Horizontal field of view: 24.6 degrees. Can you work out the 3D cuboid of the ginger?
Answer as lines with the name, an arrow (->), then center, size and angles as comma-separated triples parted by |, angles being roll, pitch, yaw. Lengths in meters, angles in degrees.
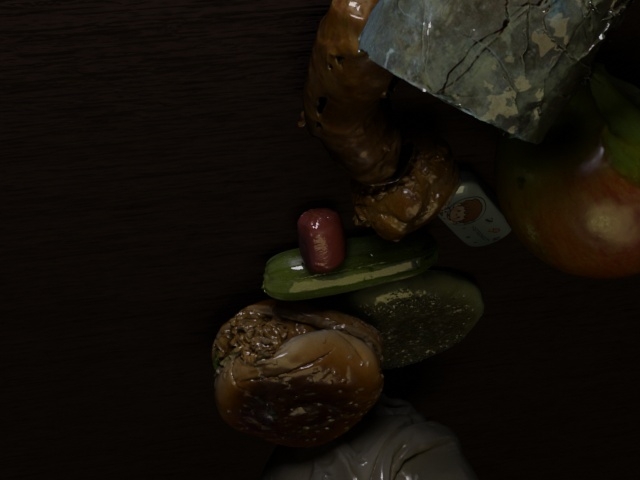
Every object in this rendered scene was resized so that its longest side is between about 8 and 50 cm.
ginger -> 0.046, -0.171, 1.529 | 0.133, 0.107, 0.309 | 2, 145, -2

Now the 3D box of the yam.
yam -> 0.188, -0.234, 1.347 | 0.202, 0.201, 0.271 | 12, 110, -46

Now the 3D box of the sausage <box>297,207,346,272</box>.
sausage -> 0.000, 0.000, 1.838 | 0.054, 0.059, 0.094 | -34, 138, -25

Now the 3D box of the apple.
apple -> 0.316, -0.085, 1.664 | 0.246, 0.246, 0.226 | -27, 132, 21

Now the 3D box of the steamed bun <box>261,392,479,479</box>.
steamed bun -> 0.079, 0.333, 2.271 | 0.310, 0.219, 0.324 | 9, 167, -32

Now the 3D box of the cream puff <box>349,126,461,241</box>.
cream puff -> 0.093, -0.071, 1.711 | 0.103, 0.126, 0.144 | 40, 136, -20

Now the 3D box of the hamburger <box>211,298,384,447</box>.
hamburger -> -0.031, 0.181, 2.034 | 0.243, 0.146, 0.286 | -12, 142, 8

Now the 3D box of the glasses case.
glasses case -> 0.192, -0.039, 1.882 | 0.067, 0.045, 0.178 | -25, 149, 16

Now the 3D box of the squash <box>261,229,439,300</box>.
squash -> 0.038, 0.032, 1.913 | 0.239, 0.069, 0.069 | -11, 151, -7

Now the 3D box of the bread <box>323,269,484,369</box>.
bread -> 0.115, 0.122, 2.132 | 0.267, 0.040, 0.267 | -11, 151, -6
